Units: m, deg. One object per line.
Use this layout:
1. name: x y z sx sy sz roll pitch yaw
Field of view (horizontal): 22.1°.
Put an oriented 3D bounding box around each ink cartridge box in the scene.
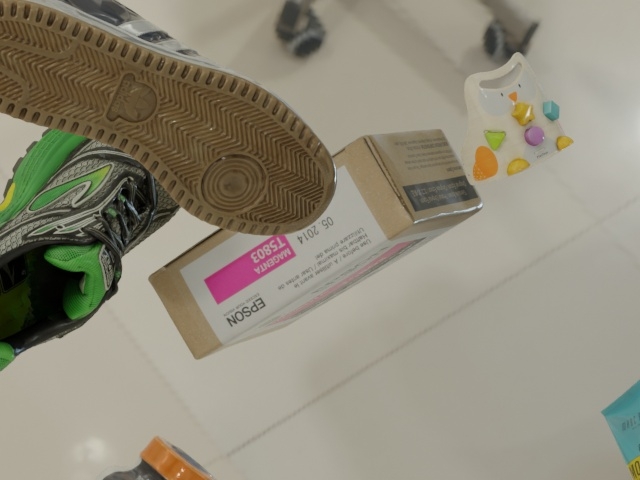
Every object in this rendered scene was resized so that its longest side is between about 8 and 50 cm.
1. ink cartridge box: 0.000 0.000 1.399 0.088 0.234 0.193 61 23 6

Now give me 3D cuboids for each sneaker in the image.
1. sneaker: -0.121 -0.108 1.113 0.282 0.099 0.153 26 16 -25
2. sneaker: -0.193 0.005 1.317 0.146 0.134 0.343 14 44 37

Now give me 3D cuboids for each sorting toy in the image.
1. sorting toy: 0.134 -0.089 1.152 0.083 0.045 0.075 -28 103 -22

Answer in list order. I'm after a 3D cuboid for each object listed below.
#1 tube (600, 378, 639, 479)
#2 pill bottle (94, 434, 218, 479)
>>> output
1. tube: 0.265 0.197 1.180 0.052 0.080 0.207 -2 60 -35
2. pill bottle: -0.204 0.315 1.638 0.130 0.130 0.246 36 85 8
